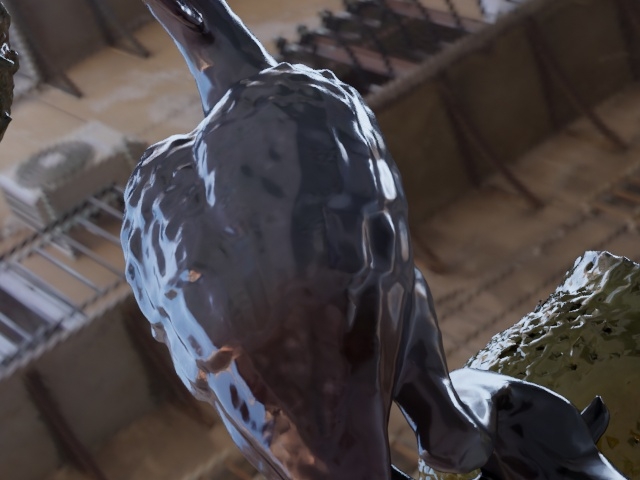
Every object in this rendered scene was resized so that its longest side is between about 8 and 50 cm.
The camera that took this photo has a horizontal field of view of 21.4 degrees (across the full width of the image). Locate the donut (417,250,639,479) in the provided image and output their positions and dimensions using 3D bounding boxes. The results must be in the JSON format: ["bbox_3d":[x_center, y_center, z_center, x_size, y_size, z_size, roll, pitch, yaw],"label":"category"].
[{"bbox_3d":[0.139,0.148,0.755,0.107,0.272,0.272,-24,-62,-16],"label":"donut"}]

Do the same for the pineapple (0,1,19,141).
[{"bbox_3d":[-0.241,-0.166,0.860,0.141,0.170,0.310,-6,-50,-2],"label":"pineapple"}]

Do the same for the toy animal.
[{"bbox_3d":[-0.014,-0.010,0.546,0.090,0.324,0.195,-37,-9,16],"label":"toy animal"}]
